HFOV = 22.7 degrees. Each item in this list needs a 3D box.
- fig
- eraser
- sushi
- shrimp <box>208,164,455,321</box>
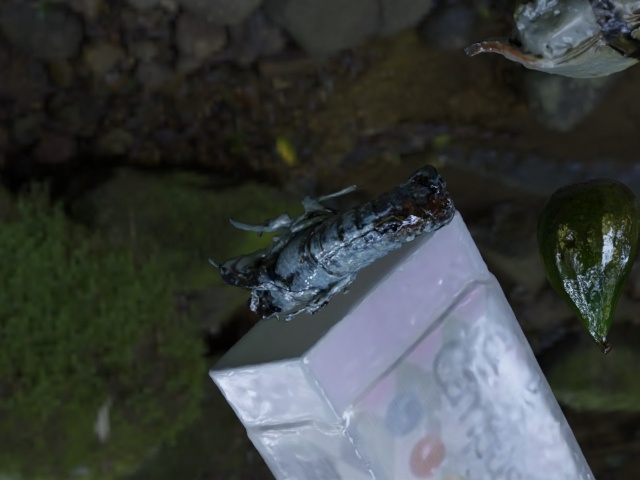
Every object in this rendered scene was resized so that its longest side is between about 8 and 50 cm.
[{"bbox_3d":[0.270,0.025,1.609,0.117,0.177,0.117,4,-179,0],"label":"fig"},{"bbox_3d":[0.091,0.182,1.241,0.082,0.213,0.396,18,145,51],"label":"eraser"},{"bbox_3d":[0.256,-0.197,1.349,0.273,0.109,0.134,-33,163,16],"label":"sushi"},{"bbox_3d":[-0.001,0.000,1.004,0.174,0.082,0.076,-27,176,30],"label":"shrimp"}]
